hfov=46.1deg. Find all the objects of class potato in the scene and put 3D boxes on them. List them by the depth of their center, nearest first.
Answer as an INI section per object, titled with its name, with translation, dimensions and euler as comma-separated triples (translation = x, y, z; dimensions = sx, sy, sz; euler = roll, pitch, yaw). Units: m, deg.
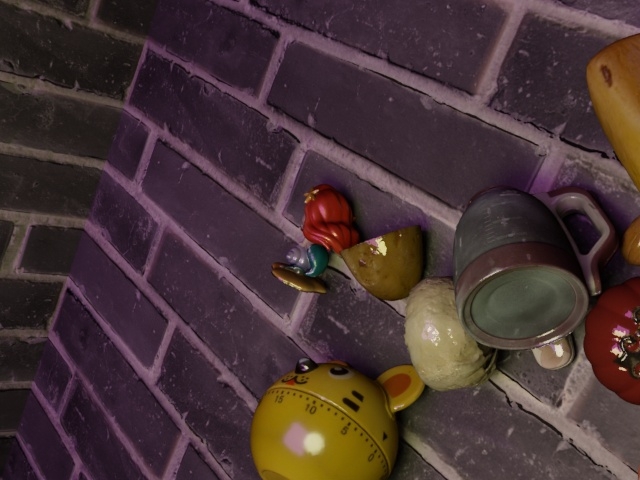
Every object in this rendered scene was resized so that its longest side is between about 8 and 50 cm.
[potato]
translation = 0.164, 0.063, 1.755
dimensions = 0.204, 0.178, 0.158
euler = -22, 84, 13

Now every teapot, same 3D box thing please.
[teapot]
translation = 0.404, 0.012, 1.446
dimensions = 0.315, 0.233, 0.312
euler = -13, 42, 13

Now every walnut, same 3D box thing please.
[walnut]
translation = 0.600, -0.007, 1.394
dimensions = 0.121, 0.052, 0.091
euler = -57, 47, 21

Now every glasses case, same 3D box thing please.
[glasses case]
translation = 0.451, 0.158, 1.520
dimensions = 0.081, 0.051, 0.204
euler = -32, 62, 39

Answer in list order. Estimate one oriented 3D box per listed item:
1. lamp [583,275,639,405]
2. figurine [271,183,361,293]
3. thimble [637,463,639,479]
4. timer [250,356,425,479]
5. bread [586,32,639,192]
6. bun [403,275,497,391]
[lamp]
translation = 0.569, 0.173, 1.301
dimensions = 0.227, 0.227, 0.226
euler = -8, 79, 44
[figurine]
translation = 0.005, 0.000, 1.922
dimensions = 0.208, 0.181, 0.257
euler = -93, 27, -74
[thimble]
translation = 0.607, 0.432, 1.202
dimensions = 0.162, 0.239, 0.239
euler = -2, 83, 43
[timer]
translation = 0.027, 0.417, 1.743
dimensions = 0.376, 0.376, 0.387
euler = -3, 39, 45
[bread]
translation = 0.651, -0.229, 1.232
dimensions = 0.361, 0.250, 0.394
euler = -28, 50, 17
[bun]
translation = 0.284, 0.185, 1.551
dimensions = 0.152, 0.259, 0.259
euler = -14, 74, 33
